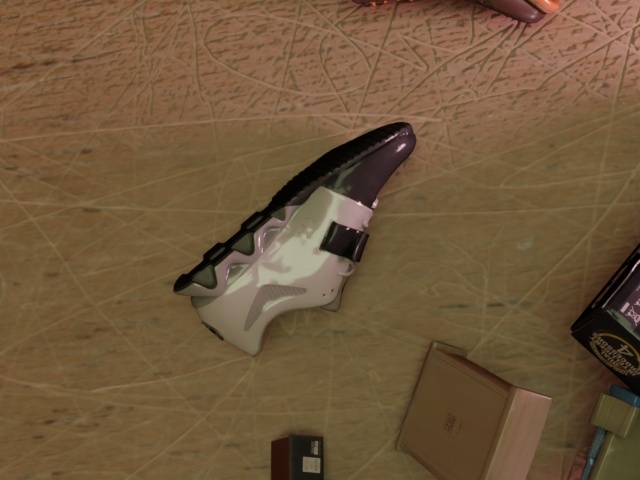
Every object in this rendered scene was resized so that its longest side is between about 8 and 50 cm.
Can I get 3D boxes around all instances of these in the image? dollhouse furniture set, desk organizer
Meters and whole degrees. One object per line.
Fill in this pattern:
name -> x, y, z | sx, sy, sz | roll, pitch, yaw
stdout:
dollhouse furniture set -> 0.257, 0.283, 1.138 | 0.303, 0.198, 0.286 | 18, 93, -20
desk organizer -> -0.028, 0.295, 1.175 | 0.047, 0.050, 0.130 | 10, 68, -28

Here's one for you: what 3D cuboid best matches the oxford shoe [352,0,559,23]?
oxford shoe -> 0.106, -0.334, 1.199 | 0.363, 0.130, 0.133 | 26, 120, -2

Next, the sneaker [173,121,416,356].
sneaker -> 0.000, 0.000, 1.176 | 0.330, 0.122, 0.146 | -41, 103, -1

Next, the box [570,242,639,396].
box -> 0.503, 0.059, 1.071 | 0.318, 0.097, 0.395 | 41, 65, 7
